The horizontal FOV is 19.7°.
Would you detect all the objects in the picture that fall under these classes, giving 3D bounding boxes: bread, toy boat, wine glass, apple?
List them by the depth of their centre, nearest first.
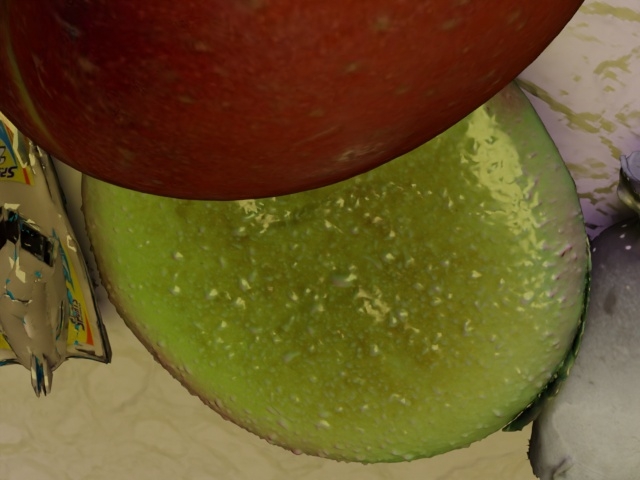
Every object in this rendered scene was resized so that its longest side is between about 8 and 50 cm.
[{"bbox_3d":[-0.030,-0.187,0.780,0.277,0.348,0.348,-24,124,-24],"label":"apple"},{"bbox_3d":[0.002,0.005,1.008,0.301,0.045,0.301,11,121,18],"label":"bread"},{"bbox_3d":[0.184,0.054,1.020,0.111,0.111,0.204,13,117,-2],"label":"wine glass"},{"bbox_3d":[-0.174,-0.012,1.044,0.084,0.066,0.210,-4,120,6],"label":"toy boat"}]
